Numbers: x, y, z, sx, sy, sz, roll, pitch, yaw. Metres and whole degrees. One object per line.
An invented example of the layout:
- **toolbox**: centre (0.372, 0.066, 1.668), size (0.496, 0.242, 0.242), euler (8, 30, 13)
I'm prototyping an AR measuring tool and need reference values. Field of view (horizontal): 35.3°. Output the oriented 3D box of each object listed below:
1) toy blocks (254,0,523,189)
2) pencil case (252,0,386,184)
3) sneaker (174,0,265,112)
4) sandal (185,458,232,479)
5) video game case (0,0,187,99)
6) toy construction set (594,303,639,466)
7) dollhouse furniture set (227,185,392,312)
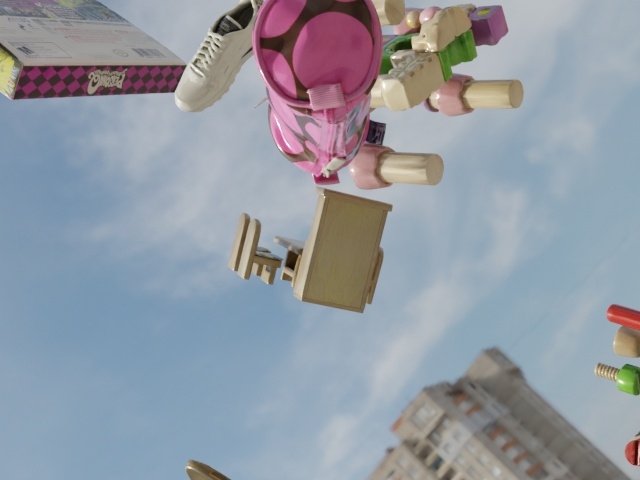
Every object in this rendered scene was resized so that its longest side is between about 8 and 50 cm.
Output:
- **toy blocks**: centre (0.083, -0.264, 1.389), size (0.288, 0.260, 0.309), euler (-41, -56, -36)
- **pencil case**: centre (0.001, -0.105, 0.708), size (0.209, 0.095, 0.098), euler (73, -161, -82)
- **sneaker**: centre (-0.176, -0.324, 1.727), size (0.235, 0.090, 0.095), euler (-51, -17, 2)
- **sandal**: centre (-0.118, 0.329, 1.185), size (0.049, 0.072, 0.180), euler (-51, -39, -42)
- **video game case**: centre (-0.275, -0.204, 0.960), size (0.232, 0.210, 0.042), euler (-19, -39, -61)
- **toy construction set**: centre (0.514, 0.189, 1.272), size (0.309, 0.237, 0.257), euler (37, -105, -45)
- **dollhouse furniture set**: centre (0.000, 0.000, 1.526), size (0.212, 0.242, 0.161), euler (12, -86, -19)
